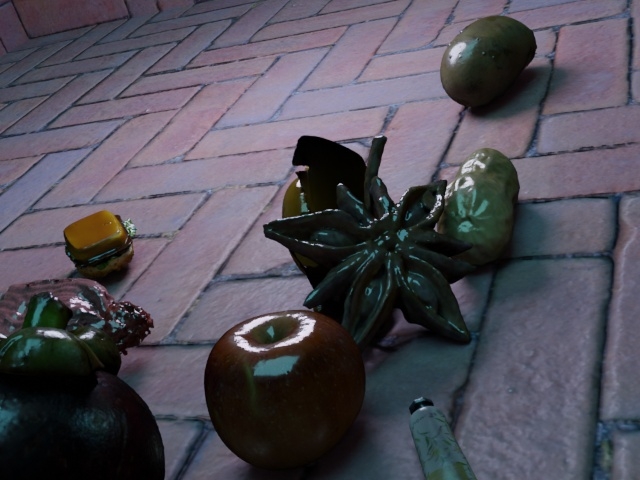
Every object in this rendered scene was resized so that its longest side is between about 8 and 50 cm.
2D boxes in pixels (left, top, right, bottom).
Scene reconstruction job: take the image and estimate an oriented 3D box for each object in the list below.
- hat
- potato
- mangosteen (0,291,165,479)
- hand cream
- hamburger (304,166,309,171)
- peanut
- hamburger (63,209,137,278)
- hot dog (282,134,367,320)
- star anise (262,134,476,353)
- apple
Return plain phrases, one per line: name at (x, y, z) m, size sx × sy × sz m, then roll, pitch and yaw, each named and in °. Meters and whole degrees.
hat at (-0.391, 0.151, 1.362) m, size 0.287 × 0.107 × 0.236 m, roll -11°, pitch 57°, yaw 14°
potato at (0.345, -0.375, 1.805) m, size 0.165 × 0.164 × 0.262 m, roll 5°, pitch 29°, yaw 36°
mangosteen at (-0.310, 0.233, 0.966) m, size 0.301 × 0.300 × 0.300 m, roll -14°, pitch 29°, yaw 8°
hand cream at (0.135, 0.246, 0.953) m, size 0.067 × 0.042 × 0.194 m, roll -17°, pitch 32°, yaw -1°
hamburger at (0.009, -0.137, 1.701) m, size 0.083 × 0.044 × 0.076 m, roll -9°, pitch 30°, yaw 11°
peanut at (0.246, -0.063, 1.349) m, size 0.124 × 0.123 × 0.256 m, roll -5°, pitch 33°, yaw 23°
hamburger at (-0.405, 0.011, 1.635) m, size 0.137 × 0.087 × 0.166 m, roll -24°, pitch 30°, yaw -12°
hot dog at (0.006, 0.000, 1.348) m, size 0.194 × 0.107 × 0.325 m, roll 19°, pitch 48°, yaw -13°
star anise at (0.088, 0.015, 1.227) m, size 0.293 × 0.109 × 0.349 m, roll -21°, pitch 63°, yaw -27°
apple at (-0.043, 0.181, 1.058) m, size 0.201 × 0.162 × 0.201 m, roll -11°, pitch 18°, yaw 4°
